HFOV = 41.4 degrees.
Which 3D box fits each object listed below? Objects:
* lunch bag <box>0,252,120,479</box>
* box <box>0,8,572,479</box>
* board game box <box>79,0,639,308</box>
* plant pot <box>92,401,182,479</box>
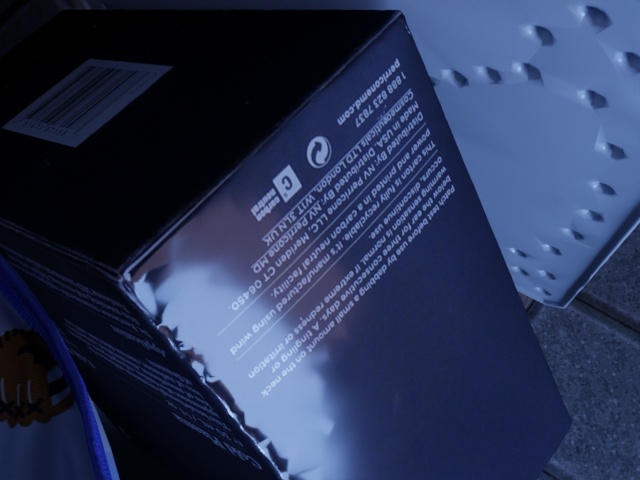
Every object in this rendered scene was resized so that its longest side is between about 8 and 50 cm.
[{"bbox_3d":[-0.232,0.162,0.444,0.239,0.385,0.327,-39,150,-37],"label":"lunch bag"},{"bbox_3d":[-0.065,0.032,0.541,0.179,0.343,0.312,-46,128,-23],"label":"box"},{"bbox_3d":[0.010,-0.109,0.509,0.050,0.390,0.390,-59,167,-13],"label":"board game box"},{"bbox_3d":[-0.184,0.314,0.816,0.341,0.341,0.334,-11,136,-58],"label":"plant pot"}]
